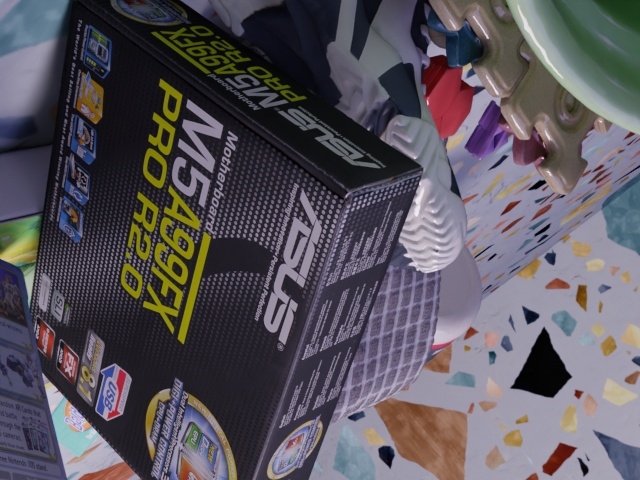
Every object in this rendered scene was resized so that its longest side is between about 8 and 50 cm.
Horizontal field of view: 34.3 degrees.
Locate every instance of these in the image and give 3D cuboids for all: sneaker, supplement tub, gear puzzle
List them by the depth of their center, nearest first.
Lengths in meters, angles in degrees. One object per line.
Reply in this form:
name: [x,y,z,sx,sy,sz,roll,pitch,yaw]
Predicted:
sneaker: [0.042,-0.110,0.603,0.153,0.235,0.094,-37,-177,-38]
gear puzzle: [0.168,-0.205,0.607,0.044,0.175,0.339,10,-121,49]
supplement tub: [0.058,0.096,1.316,0.191,0.191,0.272,-20,160,-41]

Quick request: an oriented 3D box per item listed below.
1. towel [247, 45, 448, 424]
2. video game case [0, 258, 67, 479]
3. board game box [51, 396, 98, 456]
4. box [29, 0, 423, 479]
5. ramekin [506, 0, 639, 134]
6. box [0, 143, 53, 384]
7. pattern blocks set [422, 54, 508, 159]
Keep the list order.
towel: [0.000,0.000,0.764,0.235,0.121,0.283,-12,112,-53]
video game case: [-0.224,0.089,0.495,0.061,0.244,0.269,-26,153,13]
board game box: [-0.152,0.080,0.938,0.160,0.047,0.210,-47,-174,48]
box: [-0.075,0.021,0.599,0.060,0.216,0.270,-20,139,-43]
ramekin: [0.185,-0.201,0.413,0.303,0.148,0.303,-8,130,-10]
box: [-0.229,0.038,0.794,0.232,0.058,0.322,-19,157,-45]
pattern blocks set: [0.175,-0.199,0.729,0.285,0.026,0.324,-15,134,-55]
